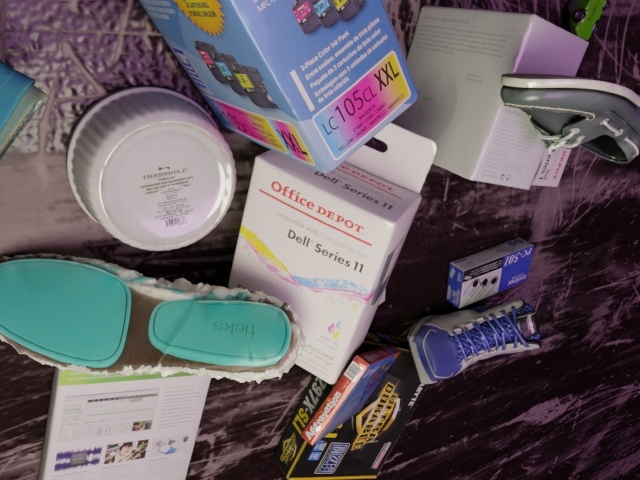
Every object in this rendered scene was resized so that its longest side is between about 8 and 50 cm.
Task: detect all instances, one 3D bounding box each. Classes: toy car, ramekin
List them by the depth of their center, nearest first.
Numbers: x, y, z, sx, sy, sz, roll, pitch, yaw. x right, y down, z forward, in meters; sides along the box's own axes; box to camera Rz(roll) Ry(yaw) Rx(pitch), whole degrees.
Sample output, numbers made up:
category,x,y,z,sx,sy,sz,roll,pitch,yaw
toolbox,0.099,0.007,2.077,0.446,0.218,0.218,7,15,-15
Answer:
category,x,y,z,sx,sy,sz,roll,pitch,yaw
ramekin,-0.206,-0.085,0.685,0.207,0.109,0.207,-15,121,-27
toy car,0.509,-0.483,0.976,0.239,0.053,0.224,13,106,-36

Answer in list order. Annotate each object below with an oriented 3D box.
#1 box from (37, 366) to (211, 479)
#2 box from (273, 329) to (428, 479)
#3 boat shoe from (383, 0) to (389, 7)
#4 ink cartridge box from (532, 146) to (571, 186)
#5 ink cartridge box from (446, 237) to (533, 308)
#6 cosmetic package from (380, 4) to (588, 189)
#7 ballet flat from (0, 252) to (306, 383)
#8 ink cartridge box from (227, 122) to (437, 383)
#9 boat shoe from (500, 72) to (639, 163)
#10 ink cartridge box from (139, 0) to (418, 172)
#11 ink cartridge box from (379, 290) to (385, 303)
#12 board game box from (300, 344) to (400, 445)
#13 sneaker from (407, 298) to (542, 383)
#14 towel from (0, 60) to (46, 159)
category,x,y,z,sx,sy,sz,roll,pitch,yaw
box,-0.303,0.277,0.844,0.232,0.058,0.321,5,112,-34
box,0.081,0.343,1.110,0.257,0.079,0.322,19,102,-36
boat shoe,0.001,-0.421,0.635,0.135,0.156,0.367,-54,158,-4
ink cartridge box,0.377,-0.192,1.013,0.220,0.092,0.160,-1,114,-32
ink cartridge box,0.372,0.069,1.174,0.207,0.046,0.097,-16,123,-25
cosmetic package,0.238,-0.223,0.823,0.138,0.224,0.224,3,112,-33
ballet flat,-0.224,0.116,0.705,0.409,0.147,0.146,11,111,0
ink cartridge box,0.000,0.000,0.742,0.119,0.207,0.353,-40,152,-55
boat shoe,0.346,-0.157,0.707,0.320,0.116,0.099,-2,111,-38
ink cartridge box,-0.096,-0.287,0.547,0.151,0.270,0.395,-42,129,-14
ink cartridge box,0.044,0.038,0.904,0.140,0.082,0.190,-29,130,-42
board game box,0.062,0.245,0.890,0.145,0.027,0.281,-55,161,4
sneaker,0.336,0.184,1.094,0.316,0.182,0.127,-10,78,-41
towel,-0.456,-0.114,0.410,0.370,0.040,0.271,28,64,-17
